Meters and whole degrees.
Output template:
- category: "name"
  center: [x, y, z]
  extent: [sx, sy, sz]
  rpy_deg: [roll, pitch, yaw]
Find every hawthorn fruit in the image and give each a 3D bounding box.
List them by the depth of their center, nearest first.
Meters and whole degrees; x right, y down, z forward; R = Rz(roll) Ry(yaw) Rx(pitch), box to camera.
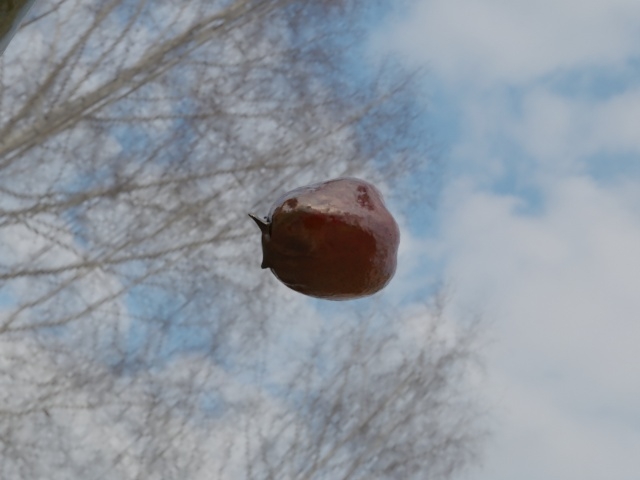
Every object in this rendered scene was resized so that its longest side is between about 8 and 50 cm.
- category: "hawthorn fruit"
  center: [0.000, 0.000, 0.756]
  extent: [0.081, 0.093, 0.081]
  rpy_deg: [175, -90, -66]

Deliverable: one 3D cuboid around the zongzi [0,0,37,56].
- category: "zongzi"
  center: [-0.400, -0.144, 1.170]
  extent: [0.181, 0.418, 0.447]
  rpy_deg: [59, -13, 4]
